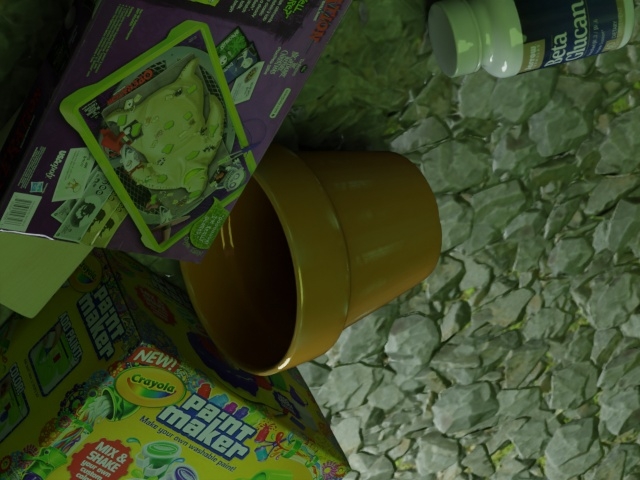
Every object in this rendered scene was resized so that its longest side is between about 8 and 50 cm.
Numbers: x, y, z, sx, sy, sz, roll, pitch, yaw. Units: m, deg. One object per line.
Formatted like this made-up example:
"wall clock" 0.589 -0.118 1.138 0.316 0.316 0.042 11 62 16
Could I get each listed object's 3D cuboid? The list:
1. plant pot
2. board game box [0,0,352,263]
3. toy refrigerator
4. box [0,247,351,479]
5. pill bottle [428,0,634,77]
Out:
"plant pot" 0.000 0.000 1.513 0.188 0.205 0.205 -15 130 -32
"board game box" -0.108 -0.138 1.309 0.208 0.056 0.347 13 121 -34
"toy refrigerator" -0.211 -0.074 1.423 0.102 0.094 0.269 32 105 -33
"box" -0.183 0.198 1.578 0.279 0.177 0.290 -46 129 11
"pill bottle" 0.188 -0.199 1.501 0.169 0.094 0.094 -15 129 -12
